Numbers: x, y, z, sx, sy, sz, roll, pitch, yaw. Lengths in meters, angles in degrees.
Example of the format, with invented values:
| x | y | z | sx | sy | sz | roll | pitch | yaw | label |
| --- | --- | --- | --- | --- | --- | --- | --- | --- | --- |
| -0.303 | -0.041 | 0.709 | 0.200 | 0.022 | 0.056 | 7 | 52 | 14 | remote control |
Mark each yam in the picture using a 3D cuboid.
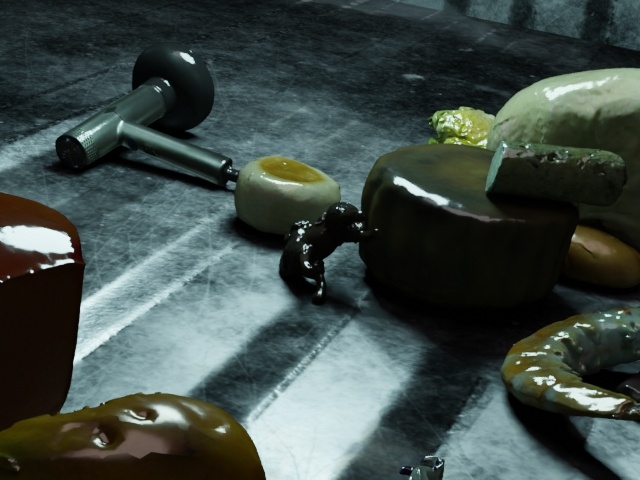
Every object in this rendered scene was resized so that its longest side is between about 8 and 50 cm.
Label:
| x | y | z | sx | sy | sz | roll | pitch | yaw | label |
| --- | --- | --- | --- | --- | --- | --- | --- | --- | --- |
| 0.298 | -0.086 | 1.580 | 0.179 | 0.078 | 0.078 | 4 | 22 | -11 | yam |

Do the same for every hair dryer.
| x | y | z | sx | sy | sz | roll | pitch | yaw | label |
| --- | --- | --- | --- | --- | --- | --- | --- | --- | --- |
| -0.238 | -0.161 | 2.013 | 0.284 | 0.155 | 0.320 | 30 | 37 | 0 | hair dryer |

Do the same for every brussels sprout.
| x | y | z | sx | sy | sz | roll | pitch | yaw | label |
| --- | --- | --- | --- | --- | --- | --- | --- | --- | --- |
| 0.265 | -0.170 | 2.165 | 0.181 | 0.100 | 0.139 | -2 | 34 | -27 | brussels sprout |

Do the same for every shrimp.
| x | y | z | sx | sy | sz | roll | pitch | yaw | label |
| --- | --- | --- | --- | --- | --- | --- | --- | --- | --- |
| 0.294 | 0.139 | 1.386 | 0.185 | 0.068 | 0.287 | -9 | 9 | 15 | shrimp |

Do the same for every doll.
| x | y | z | sx | sy | sz | roll | pitch | yaw | label |
| --- | --- | --- | --- | --- | --- | --- | --- | --- | --- |
| 0.000 | 0.000 | 1.614 | 0.057 | 0.139 | 0.165 | 39 | 6 | -26 | doll |

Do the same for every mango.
| x | y | z | sx | sy | sz | roll | pitch | yaw | label |
| --- | --- | --- | --- | --- | --- | --- | --- | --- | --- |
| -0.162 | 0.197 | 1.010 | 0.249 | 0.151 | 0.156 | 3 | 56 | -20 | mango |

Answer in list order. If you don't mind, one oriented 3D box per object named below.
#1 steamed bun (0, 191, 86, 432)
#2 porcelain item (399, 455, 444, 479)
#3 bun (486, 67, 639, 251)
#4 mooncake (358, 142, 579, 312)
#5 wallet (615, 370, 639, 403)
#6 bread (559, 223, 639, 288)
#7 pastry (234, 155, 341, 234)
| x | y | z | sx | sy | sz | roll | pitch | yaw | label |
| --- | --- | --- | --- | --- | --- | --- | --- | --- | --- |
| -0.403 | 0.079 | 1.104 | 0.248 | 0.235 | 0.379 | 27 | 29 | 28 | steamed bun |
| 0.077 | 0.240 | 1.163 | 0.075 | 0.021 | 0.136 | 10 | 22 | 5 | porcelain item |
| 0.427 | -0.104 | 1.846 | 0.361 | 0.361 | 0.213 | 11 | 58 | 8 | bun |
| 0.193 | -0.014 | 1.657 | 0.290 | 0.161 | 0.290 | 8 | 23 | -4 | mooncake |
| 0.469 | 0.177 | 1.431 | 0.182 | 0.049 | 0.229 | 28 | 31 | 37 | wallet |
| 0.374 | 0.015 | 1.769 | 0.189 | 0.077 | 0.114 | 18 | 28 | 17 | bread |
| -0.050 | -0.063 | 1.788 | 0.156 | 0.092 | 0.156 | 7 | 25 | -3 | pastry |
